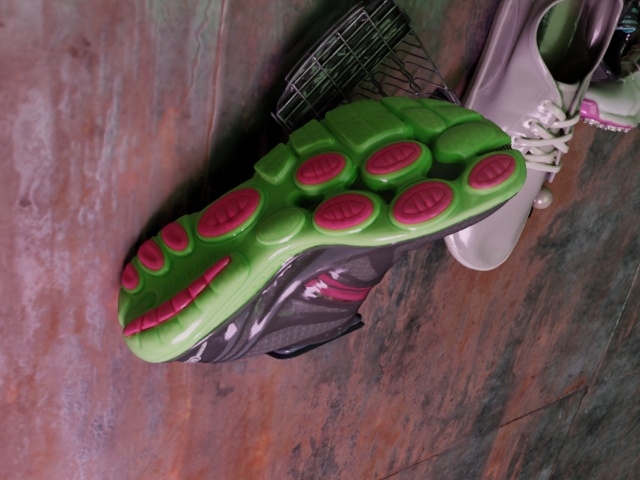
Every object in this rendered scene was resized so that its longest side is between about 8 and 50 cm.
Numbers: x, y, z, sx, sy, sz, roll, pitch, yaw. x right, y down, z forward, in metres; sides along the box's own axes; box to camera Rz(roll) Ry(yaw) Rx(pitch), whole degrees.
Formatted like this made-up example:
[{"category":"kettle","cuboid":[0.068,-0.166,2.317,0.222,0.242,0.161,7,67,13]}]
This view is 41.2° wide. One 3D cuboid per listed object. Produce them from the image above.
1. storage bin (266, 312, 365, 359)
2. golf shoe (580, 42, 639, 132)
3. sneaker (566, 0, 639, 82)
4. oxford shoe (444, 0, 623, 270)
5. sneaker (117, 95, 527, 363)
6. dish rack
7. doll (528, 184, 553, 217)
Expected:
[{"category":"storage bin","cuboid":[-0.023,0.086,1.127,0.135,0.098,0.091,-19,104,-27]},{"category":"golf shoe","cuboid":[0.456,-0.236,1.266,0.306,0.115,0.140,-10,118,-43]},{"category":"sneaker","cuboid":[0.396,-0.338,1.127,0.101,0.106,0.267,-8,124,-32]},{"category":"oxford shoe","cuboid":[0.271,-0.153,1.121,0.169,0.130,0.450,-1,117,-31]},{"category":"sneaker","cuboid":[0.000,0.000,0.959,0.482,0.185,0.202,-25,151,17]},{"category":"dish rack","cuboid":[0.058,-0.155,1.016,0.208,0.074,0.271,-47,137,-2]},{"category":"doll","cuboid":[0.278,-0.050,1.293,0.189,0.046,0.129,-16,118,-30]}]
